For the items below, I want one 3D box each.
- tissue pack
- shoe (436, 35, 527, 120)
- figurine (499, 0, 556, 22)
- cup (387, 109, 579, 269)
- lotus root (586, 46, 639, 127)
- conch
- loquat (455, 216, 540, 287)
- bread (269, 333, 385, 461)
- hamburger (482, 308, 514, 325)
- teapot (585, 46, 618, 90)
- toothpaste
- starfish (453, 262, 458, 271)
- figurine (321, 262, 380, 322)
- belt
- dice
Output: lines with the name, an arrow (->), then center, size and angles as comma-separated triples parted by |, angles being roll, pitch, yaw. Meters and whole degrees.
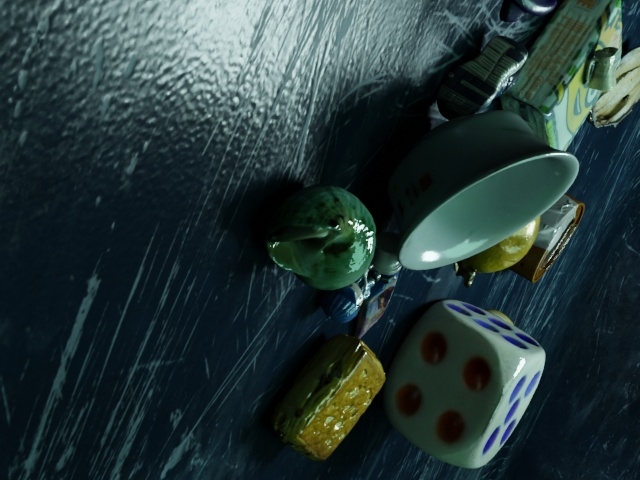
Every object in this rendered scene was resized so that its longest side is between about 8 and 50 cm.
tissue pack -> 0.508, -0.343, 1.913 | 0.311, 0.128, 0.228 | -55, 152, -11
shoe -> 0.288, -0.274, 1.637 | 0.207, 0.091, 0.106 | -41, 155, -25
figurine -> 0.344, -0.550, 1.410 | 0.193, 0.154, 0.420 | 4, 128, -22
cup -> 0.256, -0.107, 1.596 | 0.347, 0.163, 0.347 | -22, 158, -9
lotus root -> 0.740, -0.385, 2.354 | 0.329, 0.078, 0.167 | -33, 120, -40
conch -> -0.001, -0.003, 1.367 | 0.176, 0.122, 0.188 | -26, 140, -18
loquat -> 0.331, -0.023, 1.834 | 0.246, 0.213, 0.213 | -67, 154, -7
bread -> 0.013, 0.290, 1.716 | 0.235, 0.099, 0.210 | -50, 150, -9
hamburger -> 0.426, 0.254, 2.347 | 0.175, 0.175, 0.137 | 92, 21, -43
teapot -> 0.560, -0.342, 1.821 | 0.067, 0.057, 0.083 | -7, 120, -13
toothpaste -> 0.110, 0.095, 1.746 | 0.096, 0.061, 0.266 | -40, 153, -38
starfish -> 0.319, -0.001, 2.034 | 0.210, 0.053, 0.150 | 28, 78, -60
figurine -> 0.049, 0.090, 1.623 | 0.079, 0.077, 0.136 | -35, -175, 31
belt -> 0.593, -0.016, 2.425 | 0.261, 0.105, 0.184 | -52, 155, -11
dice -> 0.330, 0.324, 2.110 | 0.304, 0.277, 0.304 | 8, 110, -60
